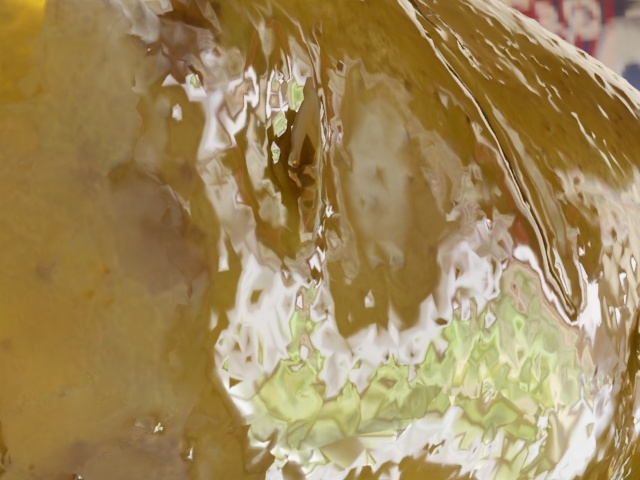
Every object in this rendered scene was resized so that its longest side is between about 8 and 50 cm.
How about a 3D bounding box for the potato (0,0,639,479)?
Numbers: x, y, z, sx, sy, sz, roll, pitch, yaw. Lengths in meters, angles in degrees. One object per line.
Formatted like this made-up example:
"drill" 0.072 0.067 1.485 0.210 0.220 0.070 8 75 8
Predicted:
"potato" 0.000 0.000 0.518 0.369 0.195 0.176 10 114 -50
